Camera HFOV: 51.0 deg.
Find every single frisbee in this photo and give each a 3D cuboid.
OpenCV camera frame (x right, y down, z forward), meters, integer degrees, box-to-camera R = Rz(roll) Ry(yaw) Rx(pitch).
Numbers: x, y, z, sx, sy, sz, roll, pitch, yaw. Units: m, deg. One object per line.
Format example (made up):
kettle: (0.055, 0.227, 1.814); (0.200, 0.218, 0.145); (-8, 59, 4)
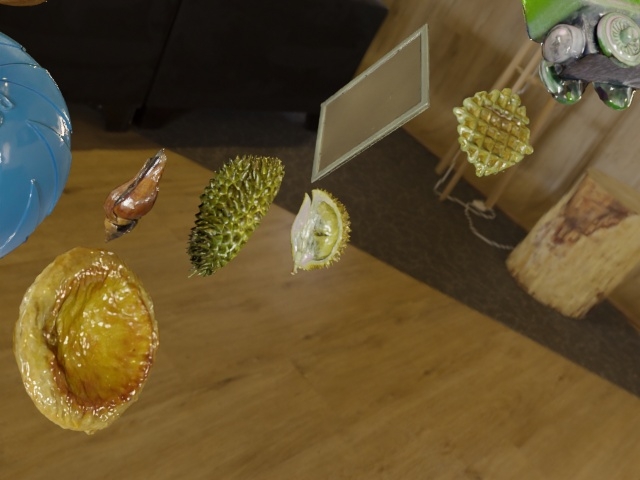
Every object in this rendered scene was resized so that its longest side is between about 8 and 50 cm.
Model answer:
frisbee: (-0.327, -0.071, 0.581); (0.242, 0.242, 0.045); (-4, 26, -46)

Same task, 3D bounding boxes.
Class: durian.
durian: (-0.182, -0.070, 1.539); (0.158, 0.169, 0.352); (22, 64, 13)
durian: (0.000, 0.000, 1.437); (0.102, 0.208, 0.146); (7, 32, -49)

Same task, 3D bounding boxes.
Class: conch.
conch: (-0.380, -0.083, 1.336); (0.080, 0.233, 0.086); (-2, 57, -44)

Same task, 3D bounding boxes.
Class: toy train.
toy train: (0.513, -0.376, 1.195); (0.307, 0.173, 0.248); (1, 74, -26)

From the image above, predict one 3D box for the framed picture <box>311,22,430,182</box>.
framed picture: (0.086, -0.233, 1.166); (0.017, 0.274, 0.217); (33, 47, -30)

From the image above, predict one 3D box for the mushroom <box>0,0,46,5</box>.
mushroom: (-0.557, -0.526, 1.234); (0.138, 0.194, 0.231); (30, 54, -58)

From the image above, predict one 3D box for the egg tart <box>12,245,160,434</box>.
egg tart: (-0.397, 0.161, 1.101); (0.128, 0.319, 0.319); (-5, 20, 22)

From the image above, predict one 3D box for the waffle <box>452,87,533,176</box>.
waffle: (0.426, -0.268, 1.646); (0.214, 0.054, 0.207); (-27, 101, -20)
